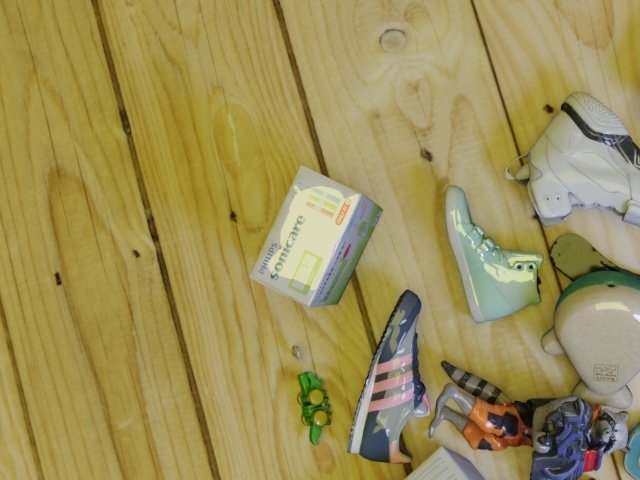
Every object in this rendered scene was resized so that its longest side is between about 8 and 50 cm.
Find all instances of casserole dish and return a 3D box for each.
[{"bbox_3d":[0.586,0.382,1.498,0.188,0.037,0.114,28,114,45],"label":"casserole dish"}]

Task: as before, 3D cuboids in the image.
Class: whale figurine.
[{"bbox_3d":[0.488,0.168,1.523,0.216,0.141,0.272,0,128,15],"label":"whale figurine"}]

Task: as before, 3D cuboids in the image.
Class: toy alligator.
[{"bbox_3d":[-0.012,0.287,1.675,0.051,0.056,0.190,-7,82,-31],"label":"toy alligator"}]

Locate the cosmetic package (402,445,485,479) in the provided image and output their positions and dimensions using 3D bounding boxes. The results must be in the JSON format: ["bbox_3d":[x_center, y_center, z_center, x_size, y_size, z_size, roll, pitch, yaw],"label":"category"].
[{"bbox_3d":[0.262,0.562,1.474,0.217,0.156,0.385,-42,56,7],"label":"cosmetic package"}]

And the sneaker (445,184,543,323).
[{"bbox_3d":[0.316,0.009,1.597,0.151,0.094,0.256,-16,93,16],"label":"sneaker"}]

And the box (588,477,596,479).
[{"bbox_3d":[0.518,0.543,1.506,0.257,0.128,0.122,45,96,11],"label":"box"}]

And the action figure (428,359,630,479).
[{"bbox_3d":[0.359,0.291,1.501,0.330,0.341,0.179,9,54,7],"label":"action figure"}]

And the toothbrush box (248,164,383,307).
[{"bbox_3d":[0.000,0.000,1.569,0.122,0.283,0.206,26,91,12],"label":"toothbrush box"}]

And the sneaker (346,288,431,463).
[{"bbox_3d":[0.151,0.252,1.619,0.131,0.112,0.319,18,97,6],"label":"sneaker"}]

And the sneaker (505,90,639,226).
[{"bbox_3d":[0.500,-0.069,1.549,0.210,0.137,0.366,-43,74,7],"label":"sneaker"}]

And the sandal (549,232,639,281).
[{"bbox_3d":[0.517,0.081,1.572,0.254,0.054,0.097,32,93,12],"label":"sandal"}]
